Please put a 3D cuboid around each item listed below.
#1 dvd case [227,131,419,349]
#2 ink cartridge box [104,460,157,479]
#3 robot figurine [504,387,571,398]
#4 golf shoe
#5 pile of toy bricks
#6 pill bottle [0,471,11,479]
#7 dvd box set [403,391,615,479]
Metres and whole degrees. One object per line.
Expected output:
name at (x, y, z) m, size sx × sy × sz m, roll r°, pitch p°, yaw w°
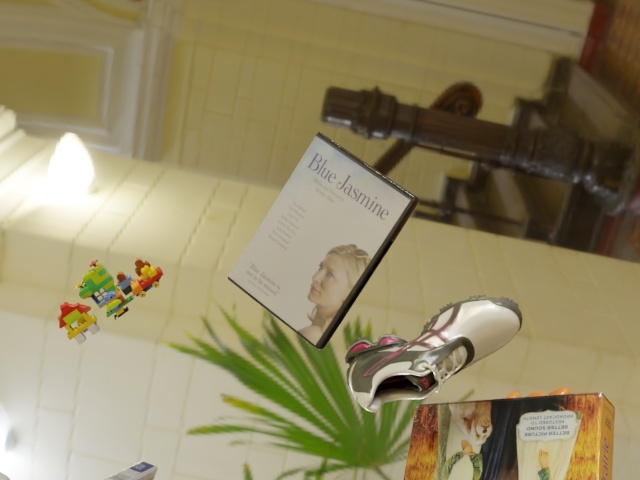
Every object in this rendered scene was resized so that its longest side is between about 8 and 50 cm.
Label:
dvd case at (0.000, 0.000, 1.280) m, size 0.253 × 0.180 × 0.022 m, roll -57°, pitch -23°, yaw 8°
ink cartridge box at (-0.418, 0.576, 1.857) m, size 0.223 × 0.045 × 0.224 m, roll 34°, pitch -106°, yaw -81°
robot figurine at (0.374, 0.355, 1.596) m, size 0.219 × 0.128 × 0.158 m, roll -40°, pitch -58°, yaw -23°
golf shoe at (0.171, 0.172, 1.313) m, size 0.120 × 0.272 × 0.105 m, roll -104°, pitch -10°, yaw -62°
pile of toy bricks at (-0.413, 0.088, 1.746) m, size 0.212 × 0.105 × 0.118 m, roll -36°, pitch 20°, yaw -4°
pill bottle at (-0.526, 0.301, 1.162) m, size 0.131 × 0.229 × 0.131 m, roll -49°, pitch 14°, yaw 16°
dvd box set at (0.241, 0.419, 1.259) m, size 0.062 × 0.307 × 0.421 m, roll 45°, pitch -133°, yaw -39°
